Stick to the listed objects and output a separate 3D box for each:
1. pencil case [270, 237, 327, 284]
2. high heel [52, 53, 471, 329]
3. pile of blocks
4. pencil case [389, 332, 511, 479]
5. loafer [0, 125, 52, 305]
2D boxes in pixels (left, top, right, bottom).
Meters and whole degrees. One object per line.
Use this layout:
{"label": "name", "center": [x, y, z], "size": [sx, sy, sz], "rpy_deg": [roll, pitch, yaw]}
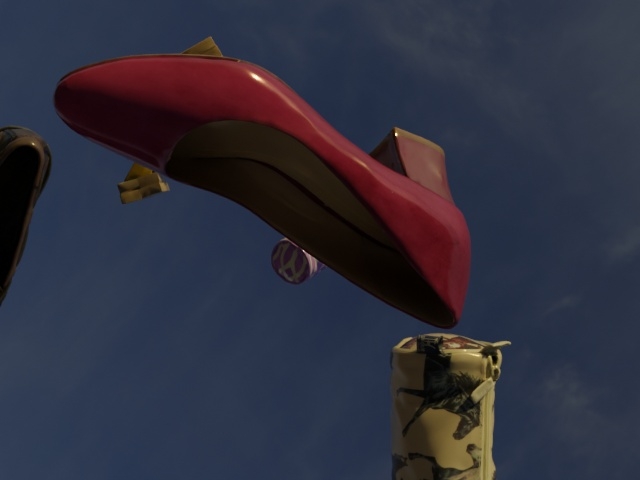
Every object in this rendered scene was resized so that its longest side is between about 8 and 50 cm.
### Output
{"label": "pencil case", "center": [0.000, 0.000, 1.274], "size": [0.086, 0.206, 0.088], "rpy_deg": [35, -52, 12]}
{"label": "high heel", "center": [-0.035, -0.037, 0.624], "size": [0.127, 0.377, 0.181], "rpy_deg": [126, -33, -52]}
{"label": "pile of blocks", "center": [-0.300, -0.235, 1.484], "size": [0.149, 0.112, 0.362], "rpy_deg": [35, -88, -4]}
{"label": "pencil case", "center": [0.188, 0.341, 1.078], "size": [0.183, 0.159, 0.411], "rpy_deg": [-14, -106, 59]}
{"label": "loafer", "center": [-0.378, 0.015, 0.800], "size": [0.095, 0.109, 0.303], "rpy_deg": [16, -97, 62]}
